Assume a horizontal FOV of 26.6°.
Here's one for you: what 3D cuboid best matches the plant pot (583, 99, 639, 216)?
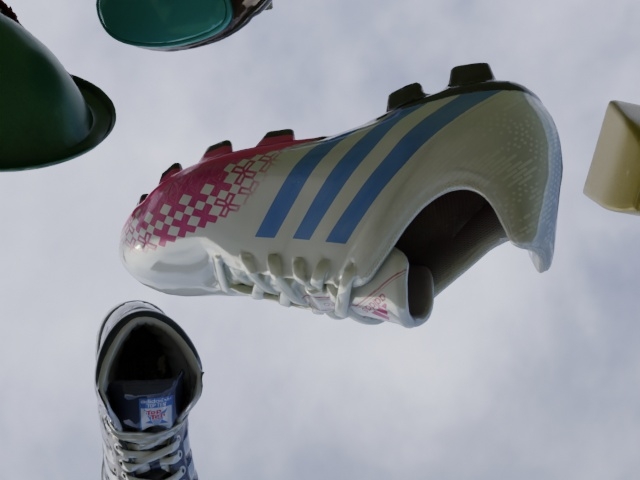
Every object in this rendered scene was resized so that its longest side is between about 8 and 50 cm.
[{"bbox_3d":[0.258,-0.053,1.039,0.081,0.081,0.083,11,-161,-5],"label":"plant pot"}]

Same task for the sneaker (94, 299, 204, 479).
[{"bbox_3d":[-0.146,0.191,1.193,0.099,0.153,0.282,-9,-93,-14],"label":"sneaker"}]

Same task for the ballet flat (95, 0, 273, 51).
[{"bbox_3d":[-0.056,-0.216,1.056,0.280,0.095,0.096,-14,-170,42],"label":"ballet flat"}]

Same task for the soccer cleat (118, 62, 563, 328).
[{"bbox_3d":[0.000,0.000,0.873,0.331,0.116,0.143,-20,-120,29],"label":"soccer cleat"}]

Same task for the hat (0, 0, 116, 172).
[{"bbox_3d":[-0.264,-0.176,1.057,0.208,0.183,0.173,13,-146,13],"label":"hat"}]
